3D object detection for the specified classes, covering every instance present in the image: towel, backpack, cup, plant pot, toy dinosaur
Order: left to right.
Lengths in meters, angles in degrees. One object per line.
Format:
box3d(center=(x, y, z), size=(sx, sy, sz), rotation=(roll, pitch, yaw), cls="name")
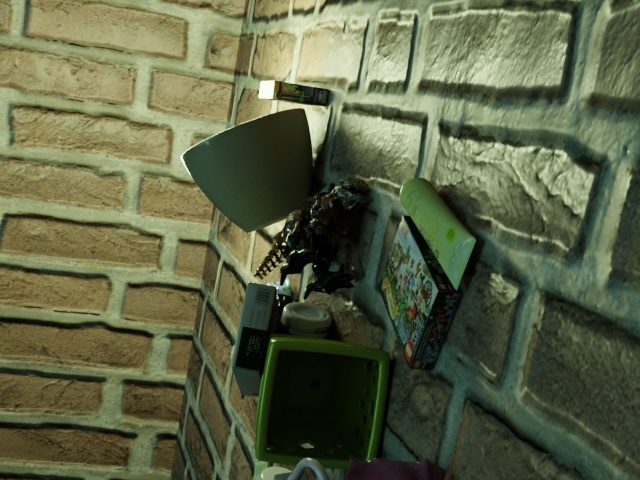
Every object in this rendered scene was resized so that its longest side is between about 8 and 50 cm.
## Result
box3d(center=(-0.148, -0.158, 2.493), size=(0.237, 0.331, 0.331), rotation=(68, 161, 1), cls="cup")
box3d(center=(-0.144, 0.572, 2.584), size=(0.113, 0.023, 0.152), rotation=(144, 134, -65), cls="towel")
box3d(center=(-0.128, 0.176, 2.531), size=(0.173, 0.117, 0.158), rotation=(-96, 22, -47), cls="backpack")
box3d(center=(-0.014, -0.001, 2.134), size=(0.322, 0.164, 0.218), rotation=(123, 151, -43), cls="toy dinosaur")
box3d(center=(-0.009, 0.291, 1.897), size=(0.207, 0.228, 0.227), rotation=(-157, 75, -81), cls="plant pot")

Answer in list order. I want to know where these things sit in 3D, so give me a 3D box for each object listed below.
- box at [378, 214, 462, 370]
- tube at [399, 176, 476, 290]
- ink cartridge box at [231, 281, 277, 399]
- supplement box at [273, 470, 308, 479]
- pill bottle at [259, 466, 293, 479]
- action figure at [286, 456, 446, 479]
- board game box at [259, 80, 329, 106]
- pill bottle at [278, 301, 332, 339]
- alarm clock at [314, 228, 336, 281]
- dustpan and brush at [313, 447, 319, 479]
box3d(center=(0.164, 0.085, 1.701), size=(0.233, 0.044, 0.159), rotation=(-108, 30, -56), cls="box")
box3d(center=(0.193, -0.024, 1.634), size=(0.070, 0.062, 0.240), rotation=(59, -177, -36), cls="tube")
box3d(center=(-0.133, 0.223, 2.106), size=(0.371, 0.069, 0.176), rotation=(100, 180, -71), cls="ink cartridge box")
box3d(center=(-0.051, 0.607, 2.057), size=(0.130, 0.073, 0.239), rotation=(-109, 17, -57), cls="supplement box")
box3d(center=(-0.119, 0.638, 2.224), size=(0.146, 0.146, 0.264), rotation=(-120, 42, -64), cls="pill bottle")
box3d(center=(0.085, 0.462, 1.443), size=(0.370, 0.275, 0.248), rotation=(-83, 15, -59), cls="action figure")
box3d(center=(-0.069, -0.371, 2.527), size=(0.170, 0.141, 0.048), rotation=(-151, 67, -72), cls="board game box")
box3d(center=(-0.046, 0.242, 2.227), size=(0.112, 0.112, 0.187), rotation=(-123, 43, -66), cls="pill bottle")
box3d(center=(0.000, 0.000, 2.264), size=(0.129, 0.064, 0.192), rotation=(147, 131, -69), cls="alarm clock")
box3d(center=(0.011, 0.509, 2.001), size=(0.147, 0.060, 0.211), rotation=(141, 133, -67), cls="dustpan and brush")
